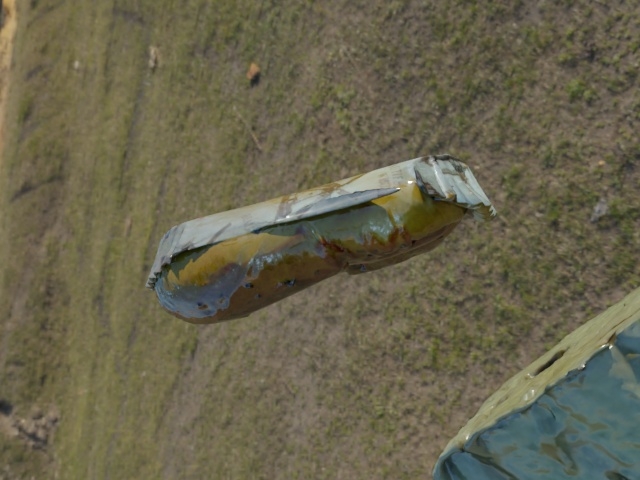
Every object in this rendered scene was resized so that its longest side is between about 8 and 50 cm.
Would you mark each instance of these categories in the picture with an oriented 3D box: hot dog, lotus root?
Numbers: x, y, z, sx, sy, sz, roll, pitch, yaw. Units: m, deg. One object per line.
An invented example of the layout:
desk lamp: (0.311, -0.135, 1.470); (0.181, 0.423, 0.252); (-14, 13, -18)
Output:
hot dog: (0.000, 0.000, 0.542); (0.162, 0.270, 0.082); (-15, -90, -79)
lotus root: (0.182, 0.108, 0.406); (0.119, 0.138, 0.235); (48, 127, 13)
